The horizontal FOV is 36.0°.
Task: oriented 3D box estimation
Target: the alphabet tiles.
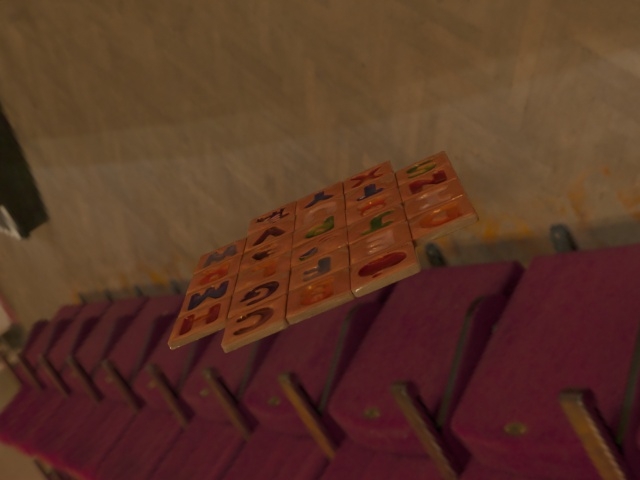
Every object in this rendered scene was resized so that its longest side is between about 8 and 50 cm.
[{"bbox_3d":[0.000,0.000,0.933,0.342,0.285,0.011,-89,-24,-72],"label":"alphabet tiles"}]
